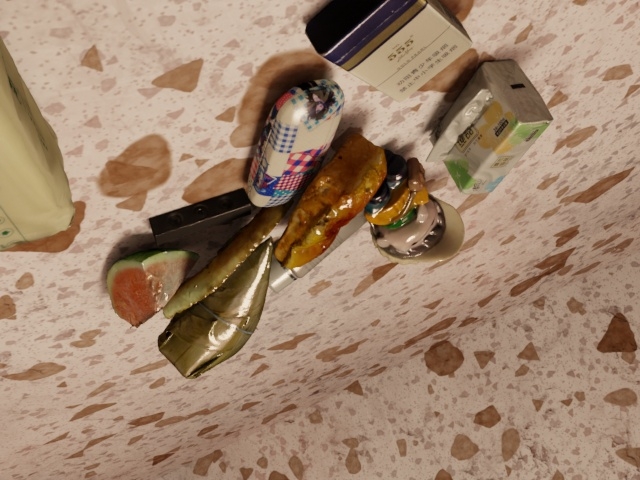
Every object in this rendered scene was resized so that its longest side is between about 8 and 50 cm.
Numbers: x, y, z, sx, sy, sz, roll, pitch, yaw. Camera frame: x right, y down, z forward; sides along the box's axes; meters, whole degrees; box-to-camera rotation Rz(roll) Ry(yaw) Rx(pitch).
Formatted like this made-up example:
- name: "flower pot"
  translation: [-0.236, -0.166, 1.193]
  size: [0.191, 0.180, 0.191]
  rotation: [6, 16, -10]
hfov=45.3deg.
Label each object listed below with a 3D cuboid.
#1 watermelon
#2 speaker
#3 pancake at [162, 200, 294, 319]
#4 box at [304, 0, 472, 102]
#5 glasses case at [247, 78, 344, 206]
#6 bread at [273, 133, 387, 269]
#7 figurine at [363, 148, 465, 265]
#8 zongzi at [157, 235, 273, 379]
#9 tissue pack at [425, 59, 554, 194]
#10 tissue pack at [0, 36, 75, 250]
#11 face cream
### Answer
- name: "watermelon"
  translation: [-0.337, 0.070, 1.551]
  size: [0.146, 0.128, 0.231]
  rotation: [-42, -174, -40]
- name: "speaker"
  translation: [-0.229, -0.045, 1.466]
  size: [0.191, 0.040, 0.046]
  rotation: [-20, 158, -14]
- name: "pancake"
  translation: [-0.190, 0.021, 1.544]
  size: [0.376, 0.054, 0.197]
  rotation: [-43, -167, 4]
- name: "box"
  translation: [0.112, -0.318, 1.191]
  size: [0.168, 0.071, 0.259]
  rotation: [-36, 154, 23]
- name: "glasses case"
  translation: [-0.049, -0.162, 1.351]
  size: [0.125, 0.076, 0.327]
  rotation: [-17, 156, -26]
- name: "bread"
  translation: [0.004, -0.046, 1.503]
  size: [0.185, 0.109, 0.380]
  rotation: [-56, -178, -33]
- name: "figurine"
  translation: [0.168, -0.075, 1.682]
  size: [0.185, 0.204, 0.332]
  rotation: [-48, 130, -5]
- name: "zongzi"
  translation: [-0.175, 0.111, 1.708]
  size: [0.360, 0.160, 0.323]
  rotation: [-54, 178, 14]
- name: "tissue pack"
  translation: [0.309, -0.214, 1.496]
  size: [0.145, 0.159, 0.229]
  rotation: [-11, 153, -28]
- name: "tissue pack"
  translation: [-0.468, -0.125, 0.845]
  size: [0.297, 0.207, 0.380]
  rotation: [-18, 155, -12]
- name: "face cream"
  translation: [0.000, 0.000, 1.746]
  size: [0.314, 0.089, 0.143]
  rotation: [-36, 155, 4]
